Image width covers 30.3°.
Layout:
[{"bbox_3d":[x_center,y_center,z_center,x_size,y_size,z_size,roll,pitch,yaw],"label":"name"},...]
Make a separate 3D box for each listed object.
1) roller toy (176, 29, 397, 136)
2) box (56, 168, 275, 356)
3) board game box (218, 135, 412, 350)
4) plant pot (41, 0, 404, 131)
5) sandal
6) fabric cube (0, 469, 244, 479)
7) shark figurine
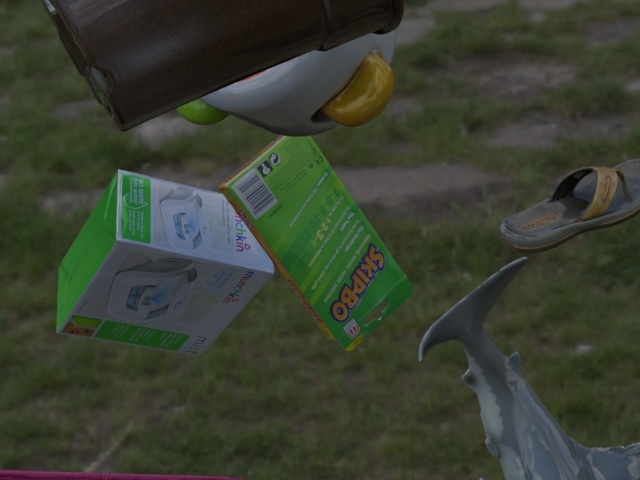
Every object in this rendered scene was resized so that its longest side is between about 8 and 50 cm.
[{"bbox_3d":[-0.031,-0.198,1.098,0.209,0.191,0.146,-1,-9,30],"label":"roller toy"},{"bbox_3d":[-0.224,0.038,1.676,0.231,0.262,0.126,14,52,-26],"label":"box"},{"bbox_3d":[0.000,0.000,1.425,0.124,0.259,0.039,-41,16,-19],"label":"board game box"},{"bbox_3d":[-0.067,-0.151,0.640,0.165,0.167,0.167,-30,23,-10],"label":"plant pot"},{"bbox_3d":[0.247,-0.042,1.117,0.180,0.049,0.072,-22,31,-15],"label":"sandal"},{"bbox_3d":[-0.189,0.325,0.912,0.259,0.258,0.254,3,-2,-4],"label":"fabric cube"},{"bbox_3d":[0.168,0.143,0.834,0.116,0.278,0.166,-20,2,15],"label":"shark figurine"}]
